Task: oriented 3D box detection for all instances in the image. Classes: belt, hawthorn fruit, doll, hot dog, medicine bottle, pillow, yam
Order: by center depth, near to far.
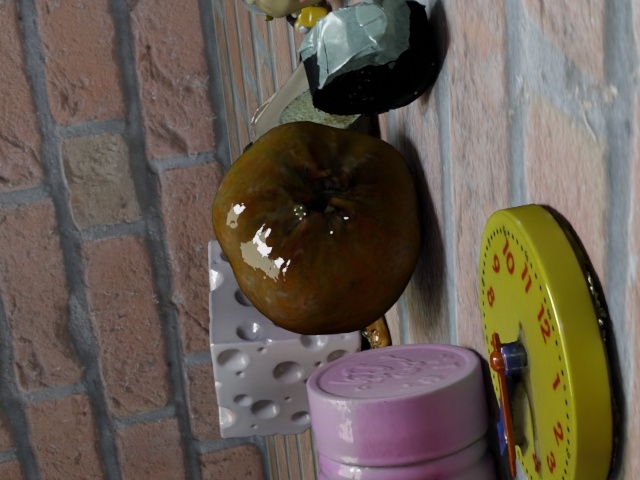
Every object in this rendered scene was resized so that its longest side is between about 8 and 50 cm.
[{"bbox_3d":[0.053,-0.206,1.580,0.198,0.151,0.078,115,145,-71],"label":"belt"},{"bbox_3d":[0.104,0.303,1.628,0.212,0.212,0.326,-134,35,-75],"label":"medicine bottle"},{"bbox_3d":[0.000,0.000,1.809,0.301,0.267,0.268,80,177,-69],"label":"hawthorn fruit"},{"bbox_3d":[0.015,-0.087,2.003,0.154,0.153,0.255,-121,25,-67],"label":"yam"},{"bbox_3d":[-0.033,-0.215,2.124,0.233,0.038,0.131,-47,38,28],"label":"pillow"},{"bbox_3d":[0.079,0.124,2.158,0.049,0.037,0.122,96,161,-50],"label":"hot dog"},{"bbox_3d":[-0.064,-0.424,2.248,0.316,0.103,0.146,49,164,59],"label":"doll"}]

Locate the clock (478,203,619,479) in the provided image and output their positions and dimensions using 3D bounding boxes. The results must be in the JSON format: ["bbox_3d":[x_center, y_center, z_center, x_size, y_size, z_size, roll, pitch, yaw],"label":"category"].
[{"bbox_3d":[0.192,0.109,1.302,0.293,0.071,0.277,96,162,-59],"label":"clock"}]

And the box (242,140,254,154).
[{"bbox_3d":[-0.050,-0.110,2.274,0.201,0.090,0.145,-47,-48,-64],"label":"box"}]

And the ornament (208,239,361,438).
[{"bbox_3d":[-0.057,0.155,2.312,0.239,0.239,0.240,-95,2,-46],"label":"ornament"}]

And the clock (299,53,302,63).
[{"bbox_3d":[-0.029,-0.293,2.464,0.074,0.010,0.083,-115,17,-61],"label":"clock"}]

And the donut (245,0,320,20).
[{"bbox_3d":[-0.052,-0.470,1.964,0.371,0.150,0.307,158,101,-81],"label":"donut"}]
